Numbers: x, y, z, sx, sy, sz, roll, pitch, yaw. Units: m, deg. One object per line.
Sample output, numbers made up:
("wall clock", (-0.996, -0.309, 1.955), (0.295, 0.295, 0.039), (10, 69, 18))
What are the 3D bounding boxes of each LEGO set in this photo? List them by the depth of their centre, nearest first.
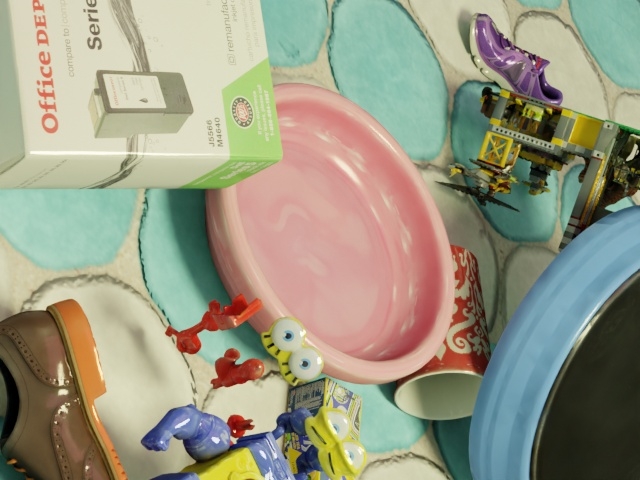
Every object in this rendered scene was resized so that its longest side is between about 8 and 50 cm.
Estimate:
("LEGO set", (0.319, -0.044, 2.345), (0.192, 0.331, 0.255), (-70, 161, 2))

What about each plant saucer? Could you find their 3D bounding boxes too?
("plant saucer", (0.000, 0.000, 2.033), (0.332, 0.084, 0.332), (25, 51, -35))

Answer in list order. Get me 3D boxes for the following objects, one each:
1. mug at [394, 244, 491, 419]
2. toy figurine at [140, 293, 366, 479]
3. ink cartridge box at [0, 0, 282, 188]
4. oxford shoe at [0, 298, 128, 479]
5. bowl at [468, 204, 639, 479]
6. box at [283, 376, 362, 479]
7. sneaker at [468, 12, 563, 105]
("mug", (0.129, 0.107, 2.167), (0.113, 0.150, 0.169), (5, 57, -11))
("toy figurine", (-0.085, 0.258, 1.750), (0.217, 0.191, 0.362), (-35, 107, -41))
("ink cartridge box", (-0.188, -0.154, 1.801), (0.273, 0.115, 0.198), (-2, 78, -35))
("oxford shoe", (-0.226, 0.192, 1.684), (0.098, 0.097, 0.271), (-14, 88, -21))
("bowl", (0.324, 0.151, 2.184), (0.391, 0.077, 0.391), (-30, 136, -35))
("box", (-0.001, 0.227, 1.956), (0.059, 0.054, 0.169), (34, 48, -37))
("sneaker", (0.253, -0.232, 2.506), (0.170, 0.071, 0.068), (47, 41, -24))
